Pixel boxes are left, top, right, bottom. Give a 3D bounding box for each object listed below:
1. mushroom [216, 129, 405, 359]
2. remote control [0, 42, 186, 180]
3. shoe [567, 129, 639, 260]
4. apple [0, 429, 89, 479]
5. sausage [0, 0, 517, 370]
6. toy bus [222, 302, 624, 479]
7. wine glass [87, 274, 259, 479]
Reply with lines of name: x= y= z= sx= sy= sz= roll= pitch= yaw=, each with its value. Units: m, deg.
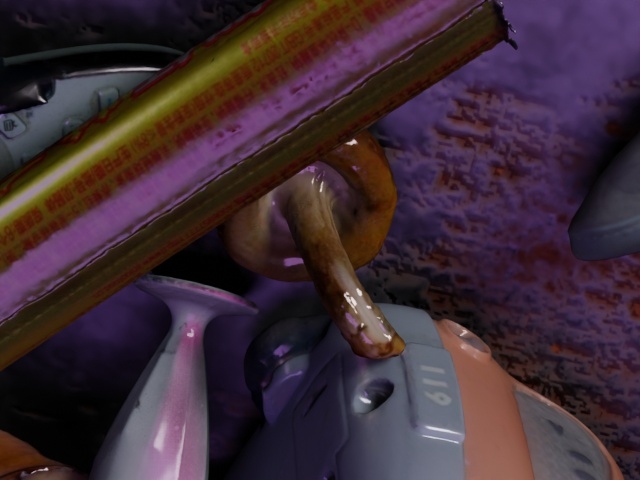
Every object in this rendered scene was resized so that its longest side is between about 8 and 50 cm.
mushroom: x=0.001 y=-0.001 z=0.876 sx=0.088 sy=0.073 sz=0.129 roll=-27 pitch=85 yaw=7
remote control: x=-0.164 y=-0.043 z=0.845 sx=0.256 sy=0.045 sz=0.097 roll=-9 pitch=137 yaw=-16
shoe: x=0.192 y=-0.055 z=0.837 sx=0.195 sy=0.079 sz=0.078 roll=-23 pitch=86 yaw=29
apple: x=-0.254 y=0.167 z=0.968 sx=0.293 sy=0.163 sz=0.251 roll=36 pitch=92 yaw=-35
sausage: x=-0.088 y=-0.018 z=0.817 sx=0.371 sy=0.082 sz=0.082 roll=-33 pitch=118 yaw=7
toy bus: x=0.045 y=0.185 z=0.947 sx=0.232 sy=0.194 sz=0.287 roll=19 pitch=125 yaw=-18
wine glass: x=-0.079 y=0.097 z=0.909 sx=0.073 sy=0.073 sz=0.155 roll=13 pitch=83 yaw=-4
